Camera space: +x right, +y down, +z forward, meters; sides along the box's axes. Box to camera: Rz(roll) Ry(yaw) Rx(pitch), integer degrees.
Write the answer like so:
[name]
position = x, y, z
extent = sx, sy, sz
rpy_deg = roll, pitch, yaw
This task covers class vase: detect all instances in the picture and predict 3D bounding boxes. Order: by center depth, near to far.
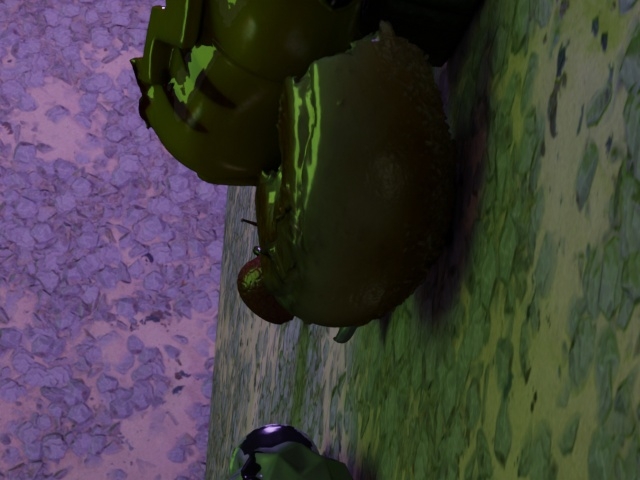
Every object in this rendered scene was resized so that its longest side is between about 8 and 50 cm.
[vase]
position = -0.042, 0.285, 1.757
extent = 0.360, 0.165, 0.165
rpy_deg = -162, 79, -85

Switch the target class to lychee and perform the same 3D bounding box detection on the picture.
[lychee]
position = -0.065, 0.046, 2.214
extent = 0.114, 0.101, 0.140
rpy_deg = 60, -144, -88

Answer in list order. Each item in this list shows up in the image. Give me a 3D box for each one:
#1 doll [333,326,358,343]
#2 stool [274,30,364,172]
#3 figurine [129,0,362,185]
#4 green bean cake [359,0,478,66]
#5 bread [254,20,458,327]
[doll]
position = 0.046, 0.042, 1.647
extent = 0.195, 0.062, 0.104
rpy_deg = 130, 135, -62
[stool]
position = -0.026, -0.187, 1.715
extent = 0.178, 0.272, 0.272
rpy_deg = -167, 84, -65
[figurine]
position = -0.066, -0.201, 1.456
extent = 0.218, 0.169, 0.327
rpy_deg = 56, 132, 22
[green bean cake]
position = 0.098, -0.278, 1.461
extent = 0.183, 0.094, 0.185
rpy_deg = 113, 167, -64
[bread]
position = 0.033, -0.028, 1.406
extent = 0.314, 0.171, 0.192
rpy_deg = 106, 164, -55
